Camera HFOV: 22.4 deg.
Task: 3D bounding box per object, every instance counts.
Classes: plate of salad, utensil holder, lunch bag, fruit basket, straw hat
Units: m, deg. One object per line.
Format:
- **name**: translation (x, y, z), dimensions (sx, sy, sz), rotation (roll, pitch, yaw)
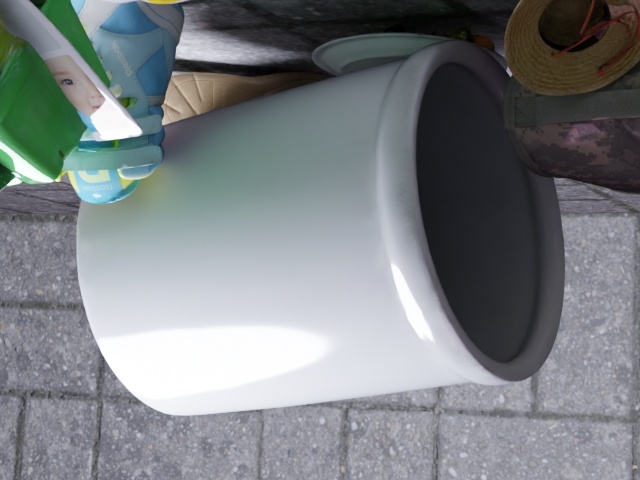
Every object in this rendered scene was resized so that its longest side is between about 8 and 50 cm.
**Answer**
- **plate of salad**: translation (0.091, -0.190, 1.644), dimensions (0.199, 0.048, 0.200), rotation (4, 171, 1)
- **utensil holder**: translation (0.000, 0.000, 1.594), dimensions (0.385, 0.328, 0.327), rotation (-10, 169, 30)
- **lunch bag**: translation (0.330, -0.130, 1.544), dimensions (0.235, 0.169, 0.287), rotation (0, 178, 28)
- **fruit basket**: translation (-0.351, -0.174, 1.233), dimensions (0.327, 0.165, 0.353), rotation (-2, 148, 40)
- **straw hat**: translation (0.216, -0.197, 1.408), dimensions (0.144, 0.144, 0.061), rotation (5, -145, -24)

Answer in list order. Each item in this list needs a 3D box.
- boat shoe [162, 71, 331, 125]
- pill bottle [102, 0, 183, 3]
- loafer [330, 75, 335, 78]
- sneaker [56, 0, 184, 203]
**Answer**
- **boat shoe**: translation (-0.067, -0.152, 1.918), dimensions (0.285, 0.103, 0.092), rotation (2, -173, -19)
- **pill bottle**: translation (-0.082, -0.219, 1.059), dimensions (0.119, 0.119, 0.208), rotation (7, 173, -41)
- **loafer**: translation (-0.032, -0.081, 1.809), dimensions (0.366, 0.130, 0.134), rotation (-27, 138, 23)
- **sneaker**: translation (-0.214, -0.145, 1.437), dimensions (0.127, 0.208, 0.319), rotation (1, 173, 21)
